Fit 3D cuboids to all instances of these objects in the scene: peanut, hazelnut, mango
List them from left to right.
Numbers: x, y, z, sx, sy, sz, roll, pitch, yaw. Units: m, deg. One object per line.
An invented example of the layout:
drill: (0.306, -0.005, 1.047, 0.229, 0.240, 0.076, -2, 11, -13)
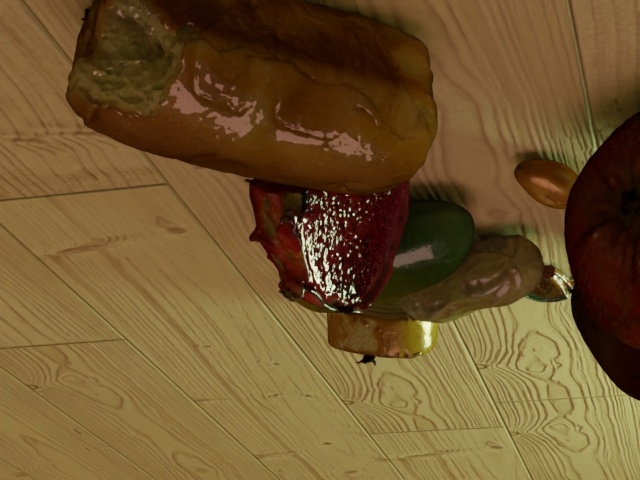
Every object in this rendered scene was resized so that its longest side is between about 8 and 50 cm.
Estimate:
mango: (0.068, 0.012, 1.729, 0.251, 0.114, 0.156, -18, 141, 13)
peanut: (0.186, 0.053, 1.819, 0.214, 0.090, 0.098, -23, -171, 42)
mango: (0.255, -0.065, 1.614, 0.089, 0.046, 0.060, 19, 151, -25)
hazelnut: (0.412, 0.096, 1.758, 0.217, 0.217, 0.251, -8, 143, 21)

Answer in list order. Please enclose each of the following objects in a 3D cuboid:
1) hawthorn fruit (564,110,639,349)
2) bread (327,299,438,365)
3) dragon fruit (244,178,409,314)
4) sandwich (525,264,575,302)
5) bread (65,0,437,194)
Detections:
hawthorn fruit: (0.394, -0.008, 1.485, 0.275, 0.275, 0.299, -12, 172, 28)
bread: (0.086, 0.119, 1.943, 0.149, 0.073, 0.122, 8, -163, 31)
dragon fruit: (-0.009, 0.005, 1.557, 0.126, 0.161, 0.274, 0, -172, 29)
sandwich: (0.291, 0.057, 1.902, 0.069, 0.026, 0.101, -16, 150, 36)
bread: (-0.065, -0.138, 1.350, 0.344, 0.149, 0.195, 12, 154, -21)
